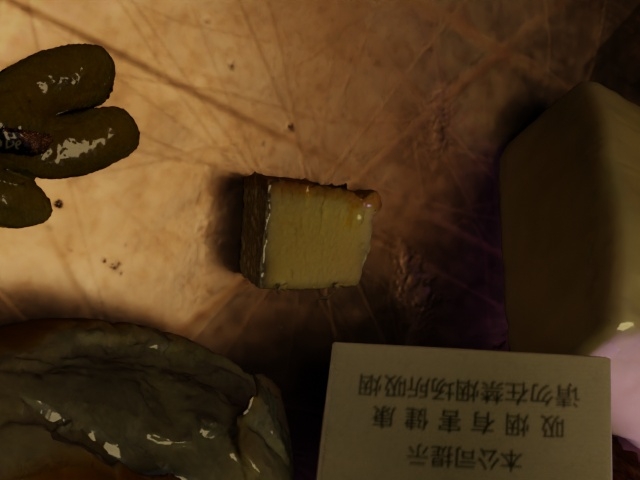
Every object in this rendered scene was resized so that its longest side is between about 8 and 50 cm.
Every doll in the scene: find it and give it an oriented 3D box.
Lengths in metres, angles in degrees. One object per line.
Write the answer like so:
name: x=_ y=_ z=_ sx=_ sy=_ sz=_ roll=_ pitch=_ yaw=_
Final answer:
doll: x=-0.213 y=-0.067 z=0.657 sx=0.209 sy=0.097 sz=0.137 roll=-23 pitch=97 yaw=-23

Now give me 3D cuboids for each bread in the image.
bread: x=-0.126 y=0.198 z=0.641 sx=0.250 sy=0.225 sz=0.279 roll=12 pitch=98 yaw=-27
bread: x=0.000 y=0.000 z=0.750 sx=0.109 sy=0.080 sz=0.084 roll=7 pitch=95 yaw=-19

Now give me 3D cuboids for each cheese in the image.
cheese: x=0.266 y=0.039 z=0.778 sx=0.265 sy=0.242 sz=0.124 roll=26 pitch=130 yaw=-21

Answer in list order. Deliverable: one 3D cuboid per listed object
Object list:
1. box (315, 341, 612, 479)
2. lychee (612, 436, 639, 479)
box: x=0.076 y=0.189 z=0.598 sx=0.164 sy=0.069 sz=0.256 roll=2 pitch=62 yaw=10
lychee: x=0.140 y=0.226 z=0.753 sx=0.271 sy=0.236 sz=0.236 roll=9 pitch=92 yaw=-42
